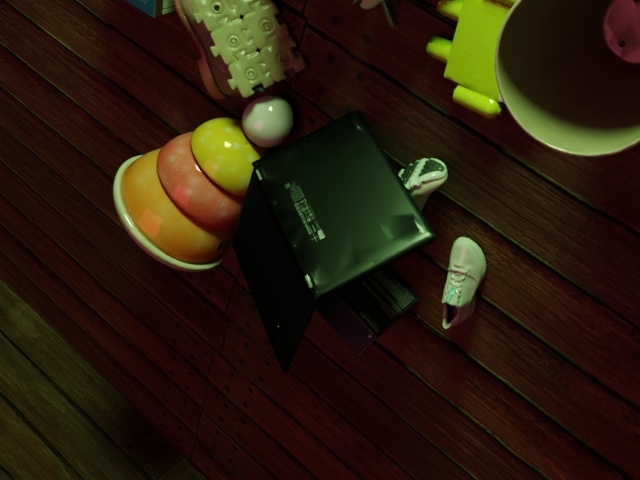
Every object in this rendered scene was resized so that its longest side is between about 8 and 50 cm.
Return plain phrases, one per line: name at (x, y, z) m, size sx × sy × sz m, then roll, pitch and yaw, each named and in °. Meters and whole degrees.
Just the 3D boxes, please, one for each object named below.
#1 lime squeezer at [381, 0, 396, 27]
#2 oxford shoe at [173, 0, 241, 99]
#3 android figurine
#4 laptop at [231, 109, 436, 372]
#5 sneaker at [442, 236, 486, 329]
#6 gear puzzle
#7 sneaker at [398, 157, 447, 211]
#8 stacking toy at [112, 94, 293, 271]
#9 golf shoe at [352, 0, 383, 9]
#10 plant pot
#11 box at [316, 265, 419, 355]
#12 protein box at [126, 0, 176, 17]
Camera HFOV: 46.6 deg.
lime squeezer at (0.121, -0.562, 1.384) m, size 0.109 × 0.059 × 0.310 m, roll 11°, pitch 126°, yaw 1°
oxford shoe at (-0.230, -0.496, 1.689) m, size 0.130 × 0.123 × 0.348 m, roll 1°, pitch 124°, yaw 33°
android figurine at (0.319, -0.340, 1.330) m, size 0.272 × 0.056 × 0.248 m, roll 33°, pitch 133°, yaw 25°
laptop at (0.000, 0.000, 1.602) m, size 0.382 × 0.407 × 0.236 m, roll 63°, pitch -178°, yaw 33°
sneaker at (0.296, 0.099, 1.587) m, size 0.080 × 0.094 × 0.212 m, roll 20°, pitch 127°, yaw 34°
gear puzzle at (-0.181, -0.490, 1.625) m, size 0.339 × 0.175 × 0.044 m, roll 63°, pitch 176°, yaw -7°
sneaker at (0.179, -0.078, 1.591) m, size 0.118 × 0.110 × 0.292 m, roll 46°, pitch 140°, yaw -9°
stacking toy at (-0.241, -0.175, 1.793) m, size 0.480 × 0.350 × 0.351 m, roll -38°, pitch 87°, yaw 32°
golf shoe at (0.175, -0.480, 1.317) m, size 0.273 × 0.105 × 0.120 m, roll -31°, pitch 113°, yaw 37°
plant pot at (0.434, -0.291, 1.095) m, size 0.256 × 0.274 × 0.257 m, roll 22°, pitch 128°, yaw 30°
box at (0.072, 0.105, 1.726) m, size 0.261 × 0.184 × 0.103 m, roll 47°, pitch 136°, yaw 10°
protein box at (-0.395, -0.659, 1.710) m, size 0.199 × 0.136 × 0.201 m, roll 34°, pitch 133°, yaw 22°
